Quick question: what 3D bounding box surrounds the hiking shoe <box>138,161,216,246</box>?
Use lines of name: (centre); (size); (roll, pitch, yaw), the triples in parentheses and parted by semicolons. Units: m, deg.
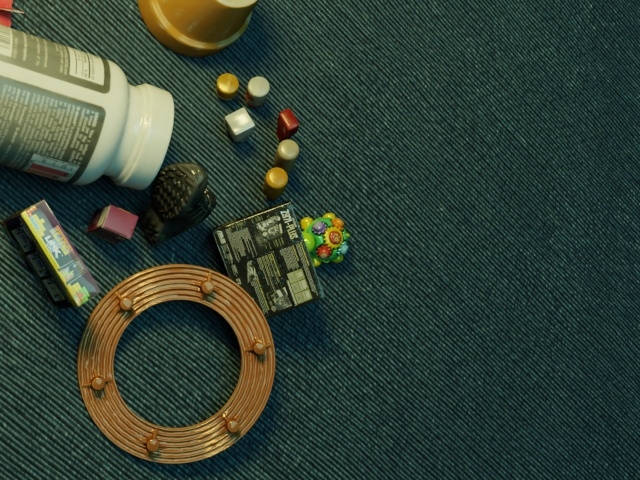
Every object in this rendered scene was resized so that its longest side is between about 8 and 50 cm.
hiking shoe: (-0.223, -0.075, 1.918); (0.114, 0.227, 0.086); (-24, 79, -34)

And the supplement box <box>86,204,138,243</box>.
supplement box: (-0.347, -0.027, 1.916); (0.055, 0.083, 0.043); (26, 73, -26)

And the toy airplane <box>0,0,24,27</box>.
toy airplane: (-0.554, -0.381, 1.853); (0.151, 0.028, 0.151); (-7, 113, -17)

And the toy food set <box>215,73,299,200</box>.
toy food set: (-0.106, -0.193, 2.083); (0.111, 0.104, 0.232); (-30, 81, -15)

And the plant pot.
plant pot: (-0.188, -0.438, 1.992); (0.205, 0.188, 0.205); (4, 82, -29)

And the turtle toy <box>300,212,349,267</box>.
turtle toy: (0.000, 0.000, 2.117); (0.130, 0.066, 0.095); (-11, 90, -30)

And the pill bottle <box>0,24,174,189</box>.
pill bottle: (-0.429, -0.206, 1.818); (0.362, 0.210, 0.210); (16, 77, -27)

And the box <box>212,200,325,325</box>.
box: (-0.092, 0.038, 2.024); (0.147, 0.077, 0.180); (-21, 95, -3)

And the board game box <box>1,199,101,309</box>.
board game box: (-0.429, 0.025, 1.831); (0.048, 0.141, 0.170); (-35, 102, -27)

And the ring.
ring: (-0.237, 0.208, 1.935); (0.336, 0.032, 0.337); (0, 91, -17)
